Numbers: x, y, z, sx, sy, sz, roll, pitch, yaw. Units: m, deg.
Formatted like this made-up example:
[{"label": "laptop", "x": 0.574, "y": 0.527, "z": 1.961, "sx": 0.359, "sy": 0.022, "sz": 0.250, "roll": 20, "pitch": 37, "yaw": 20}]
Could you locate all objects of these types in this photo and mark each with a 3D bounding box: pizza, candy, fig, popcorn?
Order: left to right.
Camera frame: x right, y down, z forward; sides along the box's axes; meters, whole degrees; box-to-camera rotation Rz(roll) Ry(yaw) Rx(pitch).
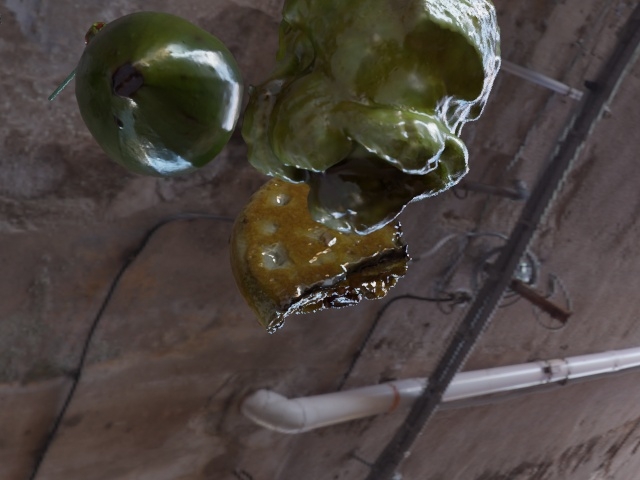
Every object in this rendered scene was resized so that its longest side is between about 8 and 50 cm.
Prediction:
[{"label": "candy", "x": -0.429, "y": -0.314, "z": 1.570, "sx": 0.201, "sy": 0.060, "sz": 0.060, "roll": -38, "pitch": -116, "yaw": 28}, {"label": "fig", "x": -0.202, "y": -0.172, "z": 1.037, "sx": 0.203, "sy": 0.225, "sz": 0.203, "roll": 1, "pitch": -82, "yaw": 9}, {"label": "pizza", "x": 0.000, "y": 0.000, "z": 1.364, "sx": 0.409, "sy": 0.277, "sz": 0.114, "roll": -79, "pitch": -179, "yaw": -49}, {"label": "popcorn", "x": 0.054, "y": -0.151, "z": 0.850, "sx": 0.225, "sy": 0.276, "sz": 0.276, "roll": 13, "pitch": -82, "yaw": 4}]
